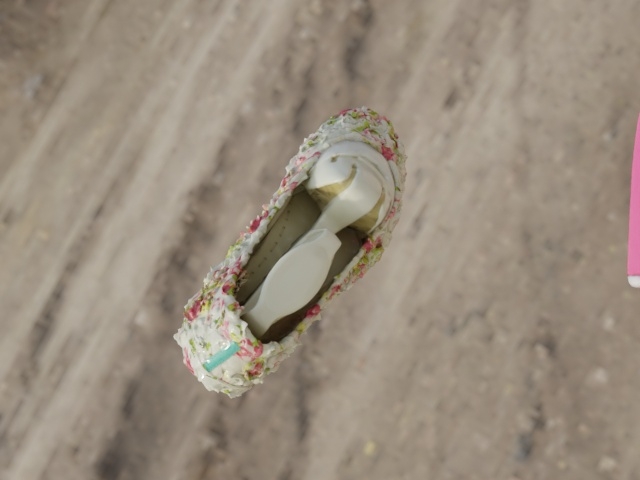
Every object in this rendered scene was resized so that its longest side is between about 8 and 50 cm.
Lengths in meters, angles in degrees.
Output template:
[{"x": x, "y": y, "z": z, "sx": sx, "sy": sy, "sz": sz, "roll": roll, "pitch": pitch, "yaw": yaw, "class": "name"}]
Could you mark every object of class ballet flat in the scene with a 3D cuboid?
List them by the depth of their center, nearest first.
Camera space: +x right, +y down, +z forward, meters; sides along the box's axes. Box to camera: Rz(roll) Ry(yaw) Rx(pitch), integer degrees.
[{"x": 0.000, "y": 0.000, "z": 1.179, "sx": 0.077, "sy": 0.091, "sz": 0.241, "roll": -33, "pitch": 20, "yaw": 56, "class": "ballet flat"}]

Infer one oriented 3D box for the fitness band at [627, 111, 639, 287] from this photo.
[{"x": 0.315, "y": -0.039, "z": 1.309, "sx": 0.209, "sy": 0.054, "sz": 0.291, "roll": 3, "pitch": 88, "yaw": 41, "class": "fitness band"}]
